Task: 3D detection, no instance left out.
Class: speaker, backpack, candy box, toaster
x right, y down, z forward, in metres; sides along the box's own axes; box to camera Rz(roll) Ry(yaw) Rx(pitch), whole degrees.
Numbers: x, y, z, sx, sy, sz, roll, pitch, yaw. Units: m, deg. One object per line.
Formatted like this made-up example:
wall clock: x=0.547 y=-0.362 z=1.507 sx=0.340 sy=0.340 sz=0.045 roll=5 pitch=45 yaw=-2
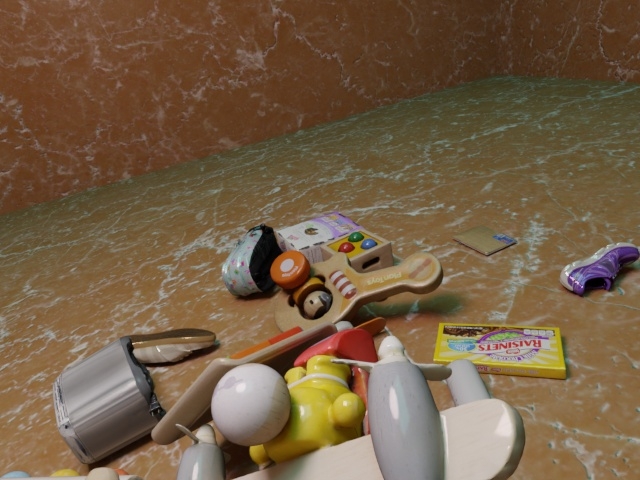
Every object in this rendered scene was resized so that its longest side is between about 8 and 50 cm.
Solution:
speaker: x=0.229 y=0.243 z=0.703 sx=0.055 sy=0.055 sz=0.136 roll=-11 pitch=25 yaw=4
backpack: x=-0.164 y=0.062 z=1.176 sx=0.115 sy=0.151 sz=0.182 roll=-19 pitch=25 yaw=25
candy box: x=0.307 y=0.188 z=0.814 sx=0.206 sy=0.027 sz=0.105 roll=-2 pitch=31 yaw=22
candy box: x=0.000 y=0.000 z=1.278 sx=0.196 sy=0.070 sz=0.165 roll=-18 pitch=26 yaw=-19
toaster: x=-0.367 y=0.281 z=0.820 sx=0.147 sy=0.129 sz=0.227 roll=-28 pitch=32 yaw=-22

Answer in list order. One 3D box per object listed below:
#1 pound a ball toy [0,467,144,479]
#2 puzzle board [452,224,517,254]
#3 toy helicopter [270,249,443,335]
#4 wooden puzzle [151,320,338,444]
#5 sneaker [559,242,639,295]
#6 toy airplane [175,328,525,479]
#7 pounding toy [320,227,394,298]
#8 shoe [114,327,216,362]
pound a ball toy: x=-0.341 y=0.335 z=0.578 sx=0.320 sy=0.208 sz=0.135 roll=-8 pitch=39 yaw=12
puzzle board: x=0.409 y=-0.002 z=1.174 sx=0.097 sy=0.011 sz=0.128 roll=-20 pitch=27 yaw=-18
toy helicopter: x=0.070 y=0.115 z=0.933 sx=0.355 sy=0.140 sz=0.234 roll=-17 pitch=46 yaw=16
wooden puzzle: x=-0.110 y=0.205 z=0.706 sx=0.239 sy=0.221 sz=0.044 roll=-4 pitch=52 yaw=-52
sneaker: x=0.564 y=0.064 z=0.930 sx=0.170 sy=0.068 sz=0.071 roll=-25 pitch=42 yaw=-6
toy airplane: x=-0.025 y=0.260 z=0.514 sx=0.386 sy=0.272 sz=0.384 roll=-44 pitch=15 yaw=-12
pounding toy: x=0.084 y=0.060 z=1.098 sx=0.181 sy=0.094 sz=0.206 roll=-23 pitch=27 yaw=-22
shoe: x=-0.328 y=0.228 z=0.999 sx=0.219 sy=0.058 sz=0.076 roll=-6 pitch=6 yaw=5
